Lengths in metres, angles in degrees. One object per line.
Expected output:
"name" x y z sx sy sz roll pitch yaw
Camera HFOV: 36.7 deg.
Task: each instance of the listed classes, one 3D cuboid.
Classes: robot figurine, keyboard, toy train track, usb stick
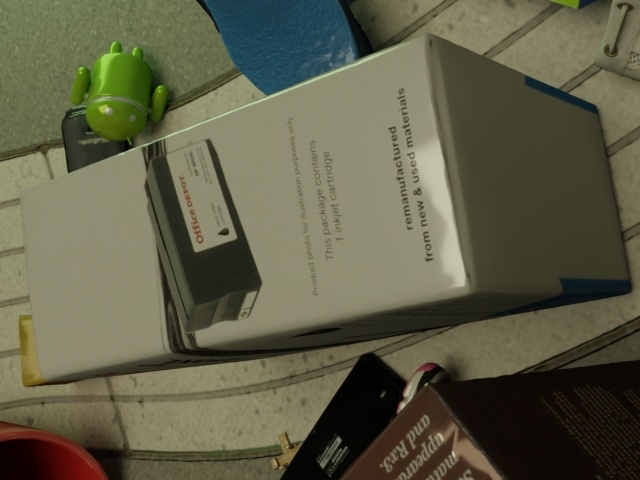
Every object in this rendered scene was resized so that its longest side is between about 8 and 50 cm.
"robot figurine" -0.223 -0.161 1.069 0.067 0.101 0.115 136 142 -59
"keyboard" 0.027 0.208 0.901 0.192 0.038 0.100 -58 45 13
"toy train track" -0.021 0.203 0.942 0.083 0.014 0.048 -36 67 28
"usb stick" -0.239 -0.022 1.088 0.077 0.045 0.277 -13 77 6

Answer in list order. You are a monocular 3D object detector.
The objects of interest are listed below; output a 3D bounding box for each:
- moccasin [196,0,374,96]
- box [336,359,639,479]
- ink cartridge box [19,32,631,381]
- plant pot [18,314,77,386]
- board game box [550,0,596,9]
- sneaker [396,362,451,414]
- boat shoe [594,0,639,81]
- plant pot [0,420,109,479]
"moccasin" -0.037 -0.237 0.923 0.138 0.117 0.342 -45 59 20
"box" 0.147 0.186 0.593 0.191 0.381 0.143 -52 60 22
"ink cartridge box" 0.000 0.000 0.772 0.395 0.286 0.166 -15 79 35
"plant pot" -0.282 0.121 1.102 0.083 0.081 0.081 -10 81 21
"board game box" 0.099 -0.353 0.789 0.347 0.078 0.233 28 132 34
"sneaker" 0.109 0.189 0.820 0.075 0.063 0.170 3 94 37
"boat shoe" 0.222 -0.220 0.652 0.096 0.098 0.277 12 137 23
"plant pot" -0.406 0.314 1.080 0.243 0.275 0.274 8 92 47
